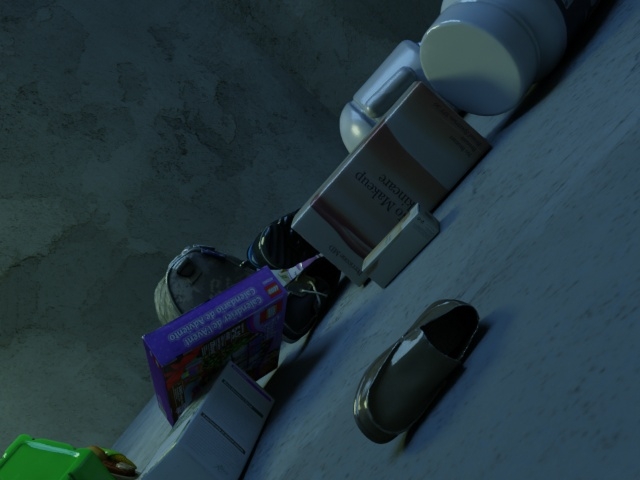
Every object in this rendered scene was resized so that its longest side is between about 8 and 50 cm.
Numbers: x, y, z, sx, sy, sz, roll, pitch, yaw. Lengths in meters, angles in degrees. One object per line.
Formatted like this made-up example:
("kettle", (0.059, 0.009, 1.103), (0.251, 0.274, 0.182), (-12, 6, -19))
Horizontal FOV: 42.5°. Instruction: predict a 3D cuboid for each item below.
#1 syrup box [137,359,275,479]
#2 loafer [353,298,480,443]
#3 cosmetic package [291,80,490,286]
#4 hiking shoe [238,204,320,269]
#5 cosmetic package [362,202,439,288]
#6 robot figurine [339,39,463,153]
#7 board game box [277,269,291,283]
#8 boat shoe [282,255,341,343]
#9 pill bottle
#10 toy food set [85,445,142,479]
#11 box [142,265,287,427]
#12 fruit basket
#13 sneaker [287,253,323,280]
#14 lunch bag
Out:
("syrup box", (-0.146, 0.266, 1.097), (0.093, 0.096, 0.237), (-46, 4, 20))
("loafer", (0.080, 0.099, 0.669), (0.148, 0.056, 0.050), (-52, 0, -27))
("cosmetic package", (0.106, -0.091, 1.290), (0.296, 0.153, 0.129), (-49, 4, 9))
("hiking shoe", (-0.002, -0.032, 1.468), (0.304, 0.113, 0.132), (-21, 1, -32))
("cosmetic package", (0.111, 0.007, 1.139), (0.115, 0.041, 0.060), (-47, 6, 16))
("robot figurine", (0.181, -0.287, 1.779), (0.353, 0.200, 0.300), (-48, -22, 11))
("board game box", (0.023, -0.022, 1.981), (0.305, 0.053, 0.193), (-50, 5, -11))
("boat shoe", (-0.024, 0.093, 1.394), (0.079, 0.084, 0.233), (-45, 3, 29))
("pill bottle", (0.314, -0.371, 1.283), (0.361, 0.204, 0.204), (-51, 6, -27))
("toy food set", (-0.434, 0.458, 1.693), (0.192, 0.132, 0.038), (60, -131, -78))
("box", (-0.153, 0.170, 1.231), (0.201, 0.057, 0.293), (-31, -22, -21))
("fruit basket", (-0.533, 0.590, 1.496), (0.392, 0.283, 0.392), (6, -90, -70))
("sneaker", (-0.001, 0.000, 1.799), (0.161, 0.102, 0.282), (-49, 4, 33))
("lunch bag", (-0.214, 0.141, 1.664), (0.212, 0.256, 0.305), (-51, 6, -19))
